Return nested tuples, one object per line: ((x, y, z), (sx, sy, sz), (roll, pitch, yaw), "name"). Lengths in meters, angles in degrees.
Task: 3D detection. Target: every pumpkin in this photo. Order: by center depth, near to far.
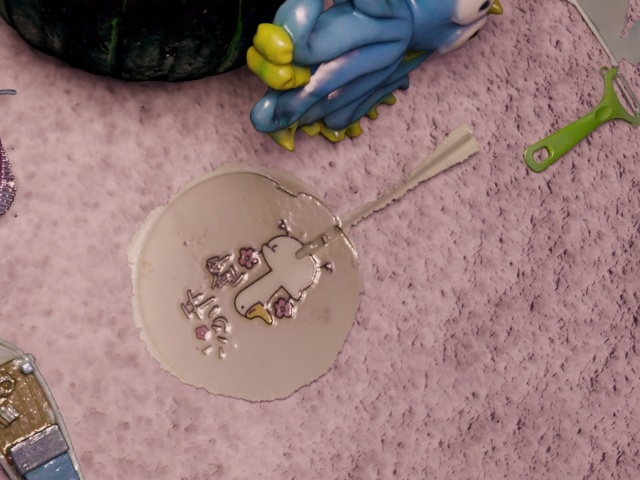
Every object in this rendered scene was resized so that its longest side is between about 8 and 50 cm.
((-0.154, -0.269, 1.129), (0.315, 0.238, 0.315), (8, 57, -12), "pumpkin")

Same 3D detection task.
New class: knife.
((0.286, -0.129, 1.405), (0.166, 0.022, 0.078), (-34, 91, -24), "knife")

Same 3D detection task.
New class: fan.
((0.000, 0.000, 1.271), (0.414, 0.012, 0.233), (-31, 96, -20), "fan")

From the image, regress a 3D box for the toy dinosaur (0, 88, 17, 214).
((-0.312, -0.044, 1.133), (0.080, 0.045, 0.197), (17, 84, -33), "toy dinosaur")

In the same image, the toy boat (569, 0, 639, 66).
((0.282, -0.315, 1.408), (0.220, 0.067, 0.291), (-45, 103, -22), "toy boat")

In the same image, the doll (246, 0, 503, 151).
((0.069, -0.197, 1.156), (0.099, 0.346, 0.341), (40, 68, 18), "doll")

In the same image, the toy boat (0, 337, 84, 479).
((-0.262, 0.155, 1.117), (0.069, 0.059, 0.173), (-26, 93, -23), "toy boat")
